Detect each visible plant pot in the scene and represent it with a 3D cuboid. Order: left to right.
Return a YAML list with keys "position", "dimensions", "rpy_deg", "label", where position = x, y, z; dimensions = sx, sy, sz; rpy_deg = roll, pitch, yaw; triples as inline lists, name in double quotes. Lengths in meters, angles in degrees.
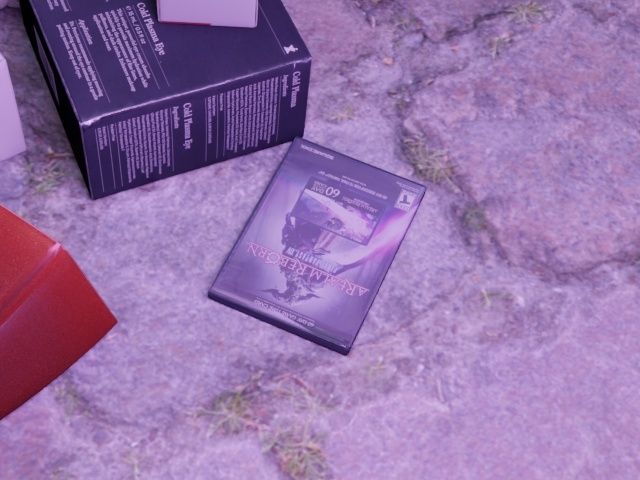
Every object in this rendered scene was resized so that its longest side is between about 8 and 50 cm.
- position: [-0.432, 0.078, 1.357]
  dimensions: [0.267, 0.267, 0.235]
  rpy_deg: [32, 74, 15]
  label: "plant pot"

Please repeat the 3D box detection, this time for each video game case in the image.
- position: [0.000, 0.000, 1.559]
  dimensions: [0.196, 0.026, 0.274]
  rpy_deg: [22, 58, 9]
  label: "video game case"

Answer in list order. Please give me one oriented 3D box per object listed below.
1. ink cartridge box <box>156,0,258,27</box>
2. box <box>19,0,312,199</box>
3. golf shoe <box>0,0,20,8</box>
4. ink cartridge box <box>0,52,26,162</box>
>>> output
- position: [-0.143, -0.367, 1.539]
  dimensions: [0.128, 0.072, 0.175]
  rpy_deg: [2, 58, -4]
  label: "ink cartridge box"
- position: [-0.221, -0.273, 1.621]
  dimensions: [0.313, 0.179, 0.343]
  rpy_deg: [-18, 62, -15]
  label: "box"
- position: [-0.449, -0.471, 1.780]
  dimensions: [0.140, 0.115, 0.306]
  rpy_deg: [-2, 66, -15]
  label: "golf shoe"
- position: [-0.543, -0.225, 1.556]
  dimensions: [0.197, 0.198, 0.270]
  rpy_deg: [-28, 64, -20]
  label: "ink cartridge box"
